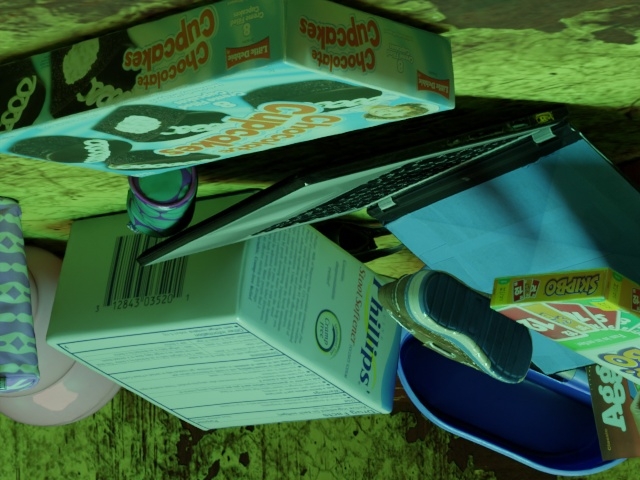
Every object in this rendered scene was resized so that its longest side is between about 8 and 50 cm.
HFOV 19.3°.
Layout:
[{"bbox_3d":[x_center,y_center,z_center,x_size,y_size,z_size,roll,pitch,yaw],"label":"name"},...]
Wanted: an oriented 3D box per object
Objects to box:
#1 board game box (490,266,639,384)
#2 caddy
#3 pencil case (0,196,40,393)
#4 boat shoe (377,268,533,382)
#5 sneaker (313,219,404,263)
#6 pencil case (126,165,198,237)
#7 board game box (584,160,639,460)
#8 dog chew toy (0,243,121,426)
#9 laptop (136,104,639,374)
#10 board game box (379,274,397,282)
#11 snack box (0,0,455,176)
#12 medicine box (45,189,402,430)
[{"bbox_3d":[0.278,0.084,1.642,0.259,0.039,0.124,24,159,-40],"label":"board game box"},{"bbox_3d":[0.248,0.139,2.251,0.341,0.241,0.179,23,176,-2],"label":"caddy"},{"bbox_3d":[-0.334,0.058,1.885,0.088,0.206,0.086,-7,165,-3],"label":"pencil case"},{"bbox_3d":[0.122,0.072,1.671,0.066,0.066,0.183,1,153,43],"label":"boat shoe"},{"bbox_3d":[0.000,0.003,2.083,0.170,0.051,0.089,5,161,-21],"label":"sneaker"},{"bbox_3d":[-0.147,-0.045,1.714,0.070,0.064,0.151,35,167,0],"label":"pencil case"},{"bbox_3d":[0.303,0.072,1.848,0.027,0.281,0.145,-7,174,-28],"label":"board game box"},{"bbox_3d":[-0.346,0.095,2.158,0.207,0.206,0.332,-5,162,17],"label":"dog chew toy"},{"bbox_3d":[0.110,0.041,1.703,0.408,0.236,0.382,-15,176,-27],"label":"laptop"},{"bbox_3d":[-0.074,0.094,2.605,0.390,0.050,0.390,-7,169,27],"label":"board game box"},{"bbox_3d":[-0.085,-0.108,1.366,0.322,0.060,0.187,-10,168,40],"label":"snack box"},{"bbox_3d":[-0.097,0.084,2.025,0.264,0.149,0.289,-9,151,35],"label":"medicine box"}]
